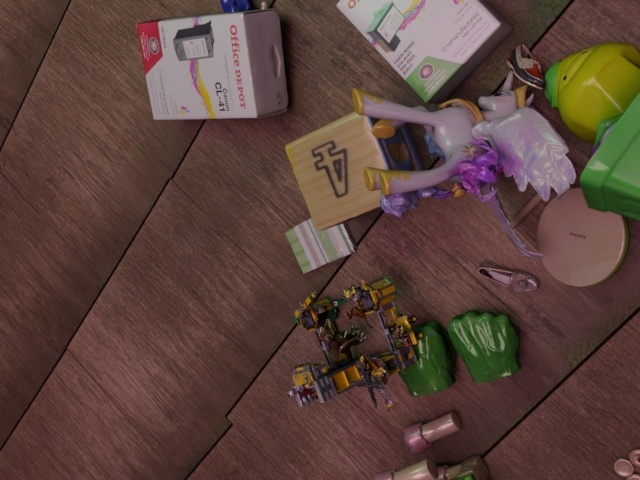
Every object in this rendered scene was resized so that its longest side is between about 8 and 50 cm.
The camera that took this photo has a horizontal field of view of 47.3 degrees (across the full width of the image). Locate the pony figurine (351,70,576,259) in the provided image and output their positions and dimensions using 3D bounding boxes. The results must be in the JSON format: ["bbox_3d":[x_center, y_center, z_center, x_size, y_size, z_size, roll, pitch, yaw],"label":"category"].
[{"bbox_3d":[0.265,-0.149,1.294,0.363,0.303,0.351,-9,61,-10],"label":"pony figurine"}]

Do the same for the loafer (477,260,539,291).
[{"bbox_3d":[0.377,0.077,1.477,0.125,0.039,0.045,19,107,23],"label":"loafer"}]

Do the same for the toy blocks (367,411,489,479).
[{"bbox_3d":[0.214,0.575,1.523,0.260,0.288,0.309,-32,88,25],"label":"toy blocks"}]

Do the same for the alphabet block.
[{"bbox_3d":[0.078,-0.151,1.501,0.197,0.192,0.193,-22,88,30],"label":"alphabet block"}]

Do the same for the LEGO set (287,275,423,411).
[{"bbox_3d":[0.033,0.223,1.538,0.331,0.192,0.255,-13,95,52],"label":"LEGO set"}]

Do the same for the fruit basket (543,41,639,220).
[{"bbox_3d":[0.522,-0.231,1.192,0.392,0.283,0.392,-4,79,23],"label":"fruit basket"}]

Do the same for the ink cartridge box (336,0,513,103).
[{"bbox_3d":[0.199,-0.435,1.423,0.278,0.117,0.201,49,117,11],"label":"ink cartridge box"}]

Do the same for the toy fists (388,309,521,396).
[{"bbox_3d":[0.277,0.225,1.526,0.279,0.096,0.142,-19,97,31],"label":"toy fists"}]

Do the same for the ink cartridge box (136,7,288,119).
[{"bbox_3d":[-0.240,-0.386,1.622,0.306,0.131,0.226,5,111,33],"label":"ink cartridge box"}]

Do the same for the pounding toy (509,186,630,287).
[{"bbox_3d":[0.498,-0.021,1.377,0.237,0.110,0.183,55,129,38],"label":"pounding toy"}]

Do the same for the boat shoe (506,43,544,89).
[{"bbox_3d":[0.385,-0.322,1.354,0.049,0.137,0.043,21,120,-21],"label":"boat shoe"}]

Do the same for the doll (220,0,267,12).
[{"bbox_3d":[-0.165,-0.497,1.638,0.129,0.046,0.189,-29,86,29],"label":"doll"}]

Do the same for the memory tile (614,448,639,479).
[{"bbox_3d":[0.661,0.446,1.420,0.148,0.012,0.113,-40,81,28],"label":"memory tile"}]

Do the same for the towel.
[{"bbox_3d":[0.000,0.000,1.669,0.152,0.023,0.113,-25,86,31],"label":"towel"}]
